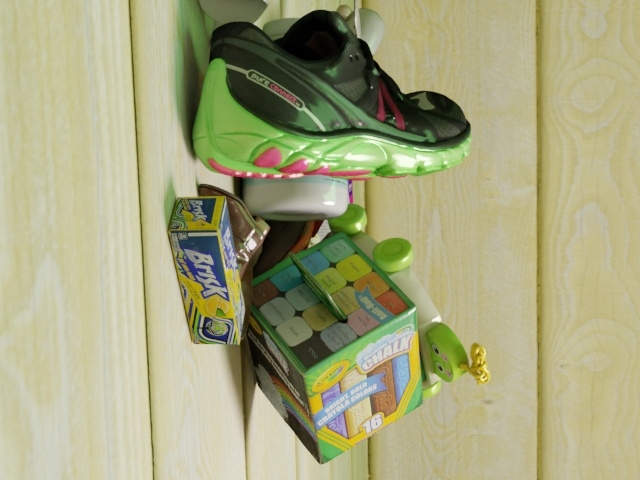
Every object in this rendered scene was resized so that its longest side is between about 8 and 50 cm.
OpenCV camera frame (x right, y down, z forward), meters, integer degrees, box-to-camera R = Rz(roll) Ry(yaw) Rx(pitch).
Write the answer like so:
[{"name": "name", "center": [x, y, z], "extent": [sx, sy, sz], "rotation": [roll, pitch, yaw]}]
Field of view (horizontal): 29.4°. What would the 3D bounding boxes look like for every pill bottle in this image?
[{"name": "pill bottle", "center": [-0.034, -0.164, 1.664], "extent": [0.146, 0.146, 0.264], "rotation": [51, 39, -80]}]

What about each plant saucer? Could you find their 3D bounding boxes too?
[{"name": "plant saucer", "center": [-0.110, 0.038, 1.495], "extent": [0.168, 0.029, 0.168], "rotation": [0, 90, -83]}]

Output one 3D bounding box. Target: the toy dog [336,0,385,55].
[{"name": "toy dog", "center": [-0.005, -0.284, 1.935], "extent": [0.161, 0.220, 0.333], "rotation": [45, 20, -20]}]

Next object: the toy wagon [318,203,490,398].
[{"name": "toy wagon", "center": [0.110, 0.109, 1.744], "extent": [0.344, 0.068, 0.267], "rotation": [39, -28, 49]}]

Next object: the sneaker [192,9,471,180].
[{"name": "sneaker", "center": [0.039, -0.176, 1.484], "extent": [0.483, 0.185, 0.202], "rotation": [-3, 92, -56]}]

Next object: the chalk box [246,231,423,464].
[{"name": "chalk box", "center": [0.013, 0.124, 1.633], "extent": [0.180, 0.179, 0.289], "rotation": [48, -23, 36]}]

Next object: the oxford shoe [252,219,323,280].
[{"name": "oxford shoe", "center": [-0.061, -0.012, 1.757], "extent": [0.097, 0.098, 0.271], "rotation": [-60, 180, 42]}]

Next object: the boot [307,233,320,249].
[{"name": "boot", "center": [-0.037, 0.036, 1.928], "extent": [0.213, 0.077, 0.165], "rotation": [89, 5, -51]}]

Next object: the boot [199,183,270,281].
[{"name": "boot", "center": [-0.119, 0.006, 1.386], "extent": [0.037, 0.106, 0.114], "rotation": [-6, -129, 59]}]

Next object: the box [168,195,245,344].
[{"name": "box", "center": [-0.119, 0.034, 1.307], "extent": [0.059, 0.054, 0.169], "rotation": [-84, 170, -48]}]

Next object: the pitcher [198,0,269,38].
[{"name": "pitcher", "center": [-0.088, -0.344, 1.432], "extent": [0.178, 0.125, 0.207], "rotation": [128, -24, -67]}]

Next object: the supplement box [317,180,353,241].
[{"name": "supplement box", "center": [0.000, 0.000, 2.100], "extent": [0.111, 0.114, 0.220], "rotation": [-52, 139, -78]}]
